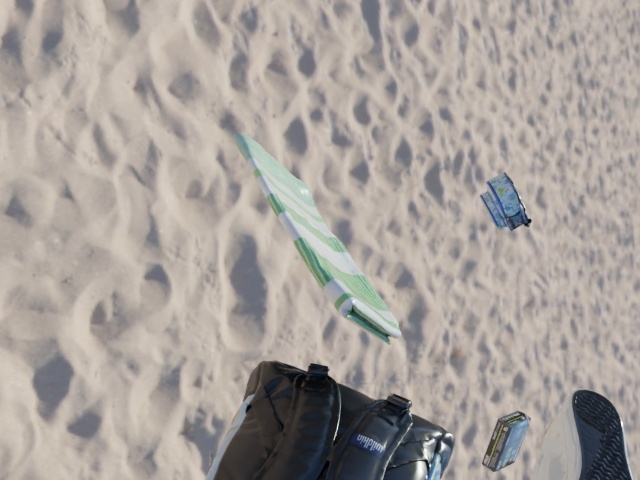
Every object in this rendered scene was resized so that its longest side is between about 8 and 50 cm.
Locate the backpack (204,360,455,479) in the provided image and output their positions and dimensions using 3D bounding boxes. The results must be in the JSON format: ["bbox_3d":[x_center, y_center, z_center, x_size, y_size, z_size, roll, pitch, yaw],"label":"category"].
[{"bbox_3d":[-0.020,0.347,0.892,0.355,0.290,0.273,-60,169,-67],"label":"backpack"}]

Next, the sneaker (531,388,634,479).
[{"bbox_3d":[0.305,0.319,0.899,0.290,0.105,0.123,-66,179,-52],"label":"sneaker"}]

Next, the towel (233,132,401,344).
[{"bbox_3d":[0.000,0.000,1.167,0.325,0.038,0.248,59,10,26],"label":"towel"}]

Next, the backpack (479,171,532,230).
[{"bbox_3d":[0.405,-0.085,1.719,0.114,0.084,0.105,58,10,-41],"label":"backpack"}]

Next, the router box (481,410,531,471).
[{"bbox_3d":[0.416,0.448,1.725,0.092,0.038,0.122,-3,113,-46],"label":"router box"}]
